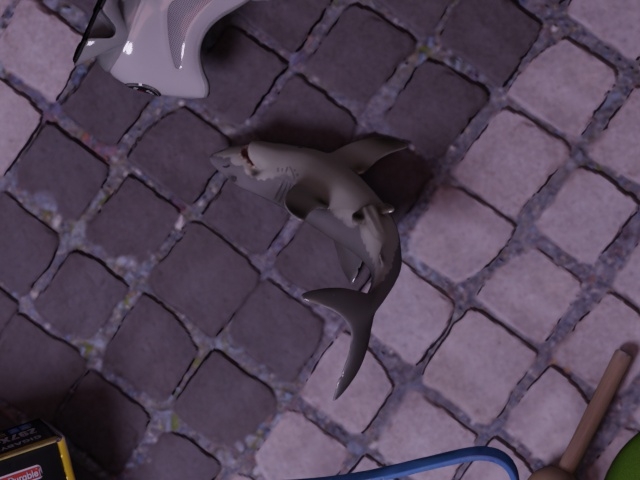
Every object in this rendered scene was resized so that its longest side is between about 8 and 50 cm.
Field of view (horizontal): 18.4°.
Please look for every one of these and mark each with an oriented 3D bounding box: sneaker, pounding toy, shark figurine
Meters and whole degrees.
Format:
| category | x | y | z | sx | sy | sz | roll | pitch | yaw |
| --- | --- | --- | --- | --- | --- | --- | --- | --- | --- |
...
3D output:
| category | x | y | z | sx | sy | sz | roll | pitch | yaw |
| --- | --- | --- | --- | --- | --- | --- | --- | --- | --- |
| sneaker | -0.089 | -0.280 | 1.752 | 0.146 | 0.122 | 0.330 | 23 | 95 | -10 |
| pounding toy | 0.306 | 0.228 | 1.695 | 0.237 | 0.110 | 0.183 | 33 | 97 | 7 |
| shark figurine | 0.024 | 0.011 | 1.727 | 0.166 | 0.278 | 0.116 | -12 | 132 | -17 |

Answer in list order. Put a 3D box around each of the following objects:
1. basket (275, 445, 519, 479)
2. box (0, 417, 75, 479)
| category | x | y | z | sx | sy | sz | roll | pitch | yaw |
| --- | --- | --- | --- | --- | --- | --- | --- | --- | --- |
| basket | 0.067 | 0.326 | 1.694 | 0.255 | 0.201 | 0.289 | -11 | 100 | 11 |
| box | -0.354 | 0.329 | 1.734 | 0.322 | 0.079 | 0.257 | -17 | 107 | -20 |
